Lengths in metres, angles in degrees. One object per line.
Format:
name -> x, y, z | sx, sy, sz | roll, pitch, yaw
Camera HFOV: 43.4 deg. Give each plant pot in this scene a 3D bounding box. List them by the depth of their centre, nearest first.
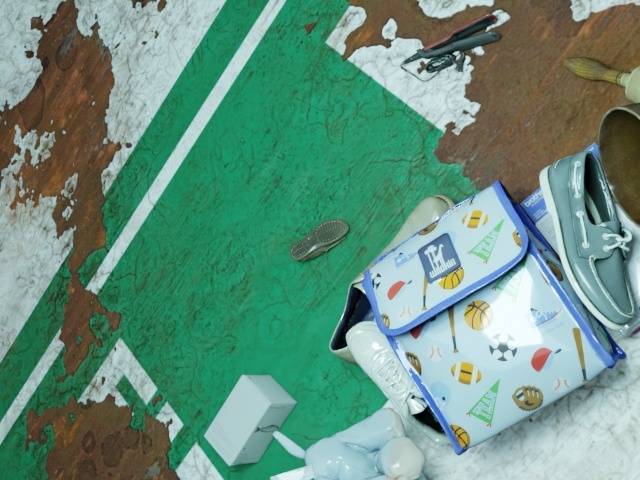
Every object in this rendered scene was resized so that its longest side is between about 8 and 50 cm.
plant pot -> 0.616, -0.151, 1.322 | 0.230, 0.215, 0.215 | -19, 67, -6

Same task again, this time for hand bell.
hand bell -> 0.548, -0.301, 1.480 | 0.242, 0.126, 0.126 | 36, 102, 46

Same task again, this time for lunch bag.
lunch bag -> 0.291, 0.131, 1.446 | 0.328, 0.239, 0.385 | -35, 73, 18

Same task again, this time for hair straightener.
hair straightener -> 0.272, -0.396, 1.704 | 0.230, 0.047, 0.089 | -16, 72, 31

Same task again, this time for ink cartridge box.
ink cartridge box -> 0.526, -0.005, 1.449 | 0.186, 0.065, 0.311 | -43, 63, 20

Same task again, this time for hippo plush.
hippo plush -> 0.086, 0.487, 1.535 | 0.294, 0.236, 0.234 | -18, 38, 15

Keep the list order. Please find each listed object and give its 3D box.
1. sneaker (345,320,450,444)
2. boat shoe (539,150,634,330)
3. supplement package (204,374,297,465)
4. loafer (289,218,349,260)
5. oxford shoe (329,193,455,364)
sneaker -> 0.163, 0.273, 1.546 | 0.292, 0.118, 0.110 | 45, 102, 3
boat shoe -> 0.472, -0.007, 1.373 | 0.099, 0.116, 0.319 | -37, 57, 42
supplement package -> -0.158, 0.403, 1.814 | 0.105, 0.105, 0.179 | 40, 105, 33
loafer -> 0.000, 0.000, 1.818 | 0.148, 0.050, 0.056 | -27, 69, 11
oxford shoe -> 0.151, 0.082, 1.627 | 0.140, 0.146, 0.397 | 29, 97, 47
